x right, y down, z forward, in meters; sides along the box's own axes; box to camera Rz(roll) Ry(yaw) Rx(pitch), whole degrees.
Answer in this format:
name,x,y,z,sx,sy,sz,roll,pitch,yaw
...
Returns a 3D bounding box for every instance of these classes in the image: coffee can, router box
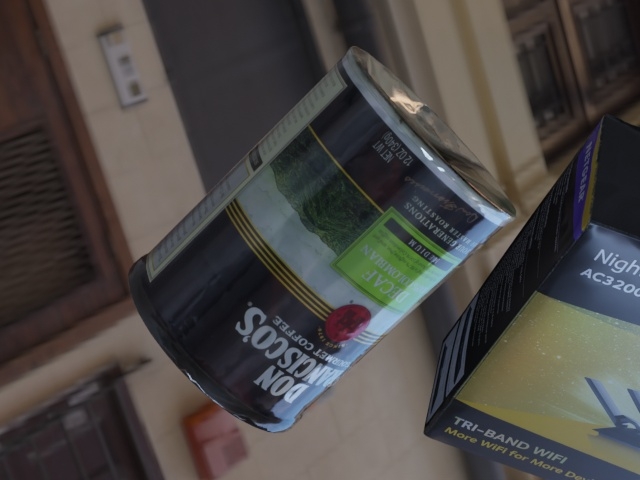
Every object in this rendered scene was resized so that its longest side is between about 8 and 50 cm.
name,x,y,z,sx,sy,sz,roll,pitch,yaw
coffee can,0.000,0.000,1.141,0.275,0.201,0.201,-44,-172,13
router box,0.247,0.080,0.773,0.308,0.243,0.081,20,-128,-5
